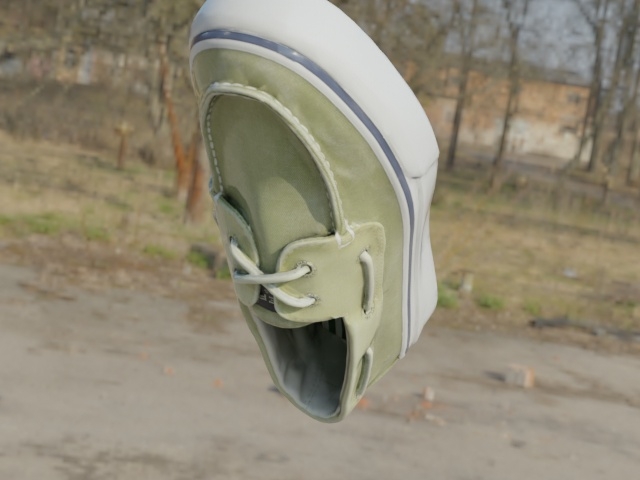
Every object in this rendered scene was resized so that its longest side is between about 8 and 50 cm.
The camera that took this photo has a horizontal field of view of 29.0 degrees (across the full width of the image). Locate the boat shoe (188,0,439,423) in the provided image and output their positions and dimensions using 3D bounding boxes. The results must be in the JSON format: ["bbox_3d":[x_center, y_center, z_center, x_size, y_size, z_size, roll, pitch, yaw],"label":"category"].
[{"bbox_3d":[0.000,0.000,0.613,0.109,0.094,0.302,16,-27,24],"label":"boat shoe"}]
